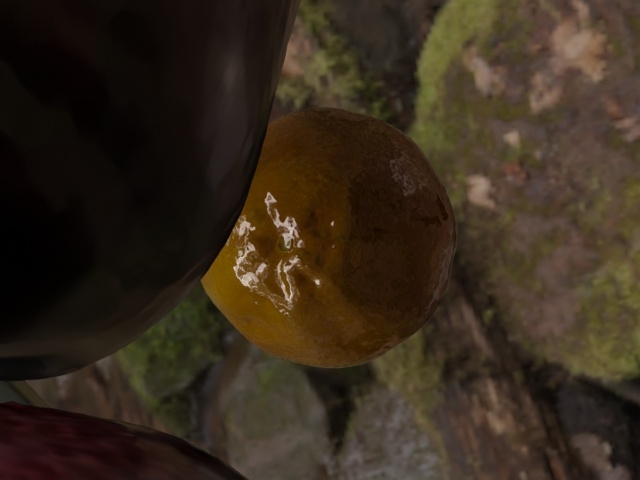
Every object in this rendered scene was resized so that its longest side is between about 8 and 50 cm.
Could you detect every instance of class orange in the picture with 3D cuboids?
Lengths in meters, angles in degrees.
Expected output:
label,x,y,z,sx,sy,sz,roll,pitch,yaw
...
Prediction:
label,x,y,z,sx,sy,sz,roll,pitch,yaw
orange,0.000,0.000,0.869,0.136,0.159,0.158,-17,-84,-73

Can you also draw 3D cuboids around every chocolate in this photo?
label,x,y,z,sx,sy,sz,roll,pitch,yaw
chocolate,-0.151,-0.106,0.560,0.383,0.384,0.331,136,138,-60

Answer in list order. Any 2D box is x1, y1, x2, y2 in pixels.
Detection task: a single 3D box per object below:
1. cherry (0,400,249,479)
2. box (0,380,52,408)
label,x,y,z,sx,sy,sz,roll,pitch,yaw
cherry,-0.096,0.147,0.425,0.300,0.230,0.203,162,123,-70
box,-0.342,0.167,0.880,0.352,0.344,0.177,49,168,-16
